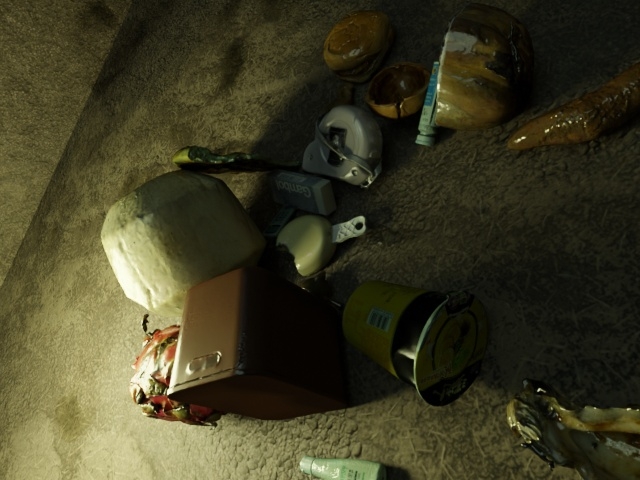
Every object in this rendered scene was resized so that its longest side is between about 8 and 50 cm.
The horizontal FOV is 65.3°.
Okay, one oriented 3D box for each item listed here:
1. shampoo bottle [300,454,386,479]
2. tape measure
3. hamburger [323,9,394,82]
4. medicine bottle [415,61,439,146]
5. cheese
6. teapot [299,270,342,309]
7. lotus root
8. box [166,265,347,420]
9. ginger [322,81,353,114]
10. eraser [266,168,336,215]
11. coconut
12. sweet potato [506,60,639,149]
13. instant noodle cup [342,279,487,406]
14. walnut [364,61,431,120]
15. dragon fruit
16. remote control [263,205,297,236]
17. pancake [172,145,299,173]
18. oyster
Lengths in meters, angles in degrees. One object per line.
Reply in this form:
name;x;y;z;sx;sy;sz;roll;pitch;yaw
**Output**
shampoo bottle;0.043;0.474;1.019;0.190;0.041;0.069;-4;72;36
tape measure;0.065;-0.244;1.274;0.236;0.120;0.197;21;110;40
hamburger;0.108;-0.556;1.427;0.213;0.108;0.214;-18;55;27
medicine bottle;0.268;-0.320;1.173;0.051;0.051;0.191;27;111;42
cheese;0.000;-0.019;1.268;0.248;0.070;0.164;-38;52;18
teapot;0.004;0.126;1.194;0.110;0.080;0.085;32;119;29
lotus root;0.356;-0.365;1.065;0.191;0.272;0.272;19;81;30
box;-0.120;0.230;1.065;0.239;0.339;0.230;-20;55;29
ginger;0.050;-0.375;1.409;0.096;0.067;0.166;-17;46;30
eraser;-0.055;-0.132;1.347;0.212;0.092;0.046;18;45;42
coconut;-0.341;0.033;1.296;0.344;0.415;0.416;-20;55;55
sweet potato;0.532;-0.247;0.964;0.341;0.092;0.114;-28;29;24
instant noodle cup;0.170;0.175;0.971;0.236;0.215;0.216;16;79;48
walnut;0.203;-0.364;1.260;0.167;0.087;0.211;-8;43;23
dragon fruit;-0.314;0.318;1.225;0.291;0.250;0.269;-27;50;43
remote control;-0.110;-0.054;1.374;0.053;0.018;0.125;2;45;37
pancake;-0.255;-0.224;1.372;0.304;0.426;0.067;0;93;23
oyster;0.427;0.325;0.737;0.336;0.133;0.198;16;81;43
